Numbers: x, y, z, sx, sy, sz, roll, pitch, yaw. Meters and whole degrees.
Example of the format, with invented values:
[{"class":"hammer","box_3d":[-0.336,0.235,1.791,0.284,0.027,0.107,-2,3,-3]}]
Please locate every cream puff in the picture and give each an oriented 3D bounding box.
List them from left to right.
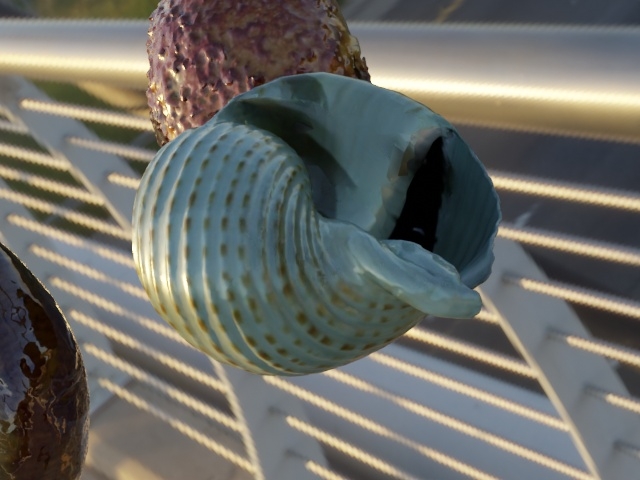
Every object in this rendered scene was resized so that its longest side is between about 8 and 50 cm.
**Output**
[{"class":"cream puff","box_3d":[-0.041,-0.096,0.924,0.164,0.240,0.240,-20,28,3]}]

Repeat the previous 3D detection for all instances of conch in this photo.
[{"class":"conch","box_3d":[-0.004,0.006,0.707,0.200,0.131,0.172,32,45,13]}]

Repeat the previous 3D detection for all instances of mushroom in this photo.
[{"class":"mushroom","box_3d":[-0.299,0.123,1.018,0.267,0.267,0.254,-20,31,26]}]
